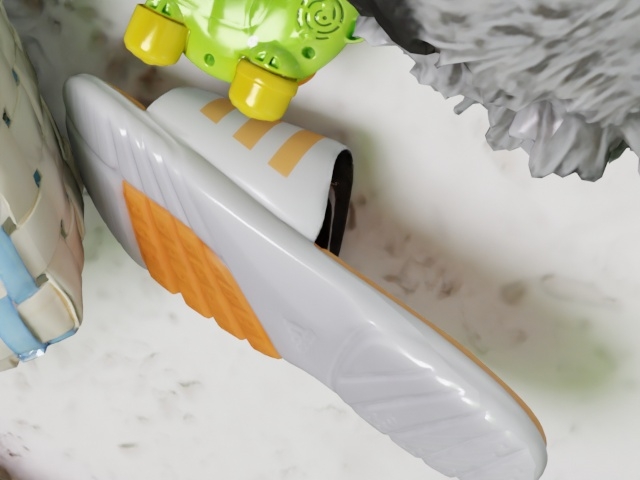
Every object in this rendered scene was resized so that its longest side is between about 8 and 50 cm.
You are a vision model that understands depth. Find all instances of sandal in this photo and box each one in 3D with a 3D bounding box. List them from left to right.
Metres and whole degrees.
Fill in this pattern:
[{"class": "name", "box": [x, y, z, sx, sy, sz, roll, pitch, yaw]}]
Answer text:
[{"class": "sandal", "box": [0.000, 0.006, 0.640, 0.265, 0.076, 0.102, 36, 151, 18]}]

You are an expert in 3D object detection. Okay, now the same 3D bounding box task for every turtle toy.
[{"class": "turtle toy", "box": [-0.036, -0.110, 0.600, 0.130, 0.066, 0.095, 28, 101, 12]}]

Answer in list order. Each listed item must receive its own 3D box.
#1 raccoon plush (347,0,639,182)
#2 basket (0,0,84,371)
[{"class": "raccoon plush", "box": [0.122, -0.154, 0.482, 0.216, 0.299, 0.446, -39, 129, 20]}, {"class": "basket", "box": [-0.259, -0.018, 0.639, 0.289, 0.201, 0.255, -16, 129, 0]}]
